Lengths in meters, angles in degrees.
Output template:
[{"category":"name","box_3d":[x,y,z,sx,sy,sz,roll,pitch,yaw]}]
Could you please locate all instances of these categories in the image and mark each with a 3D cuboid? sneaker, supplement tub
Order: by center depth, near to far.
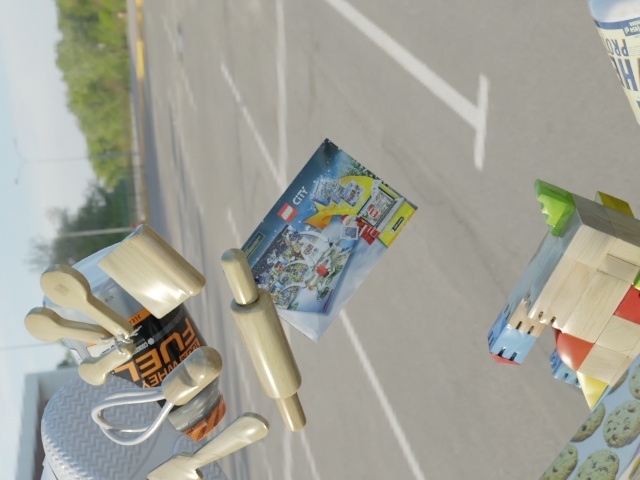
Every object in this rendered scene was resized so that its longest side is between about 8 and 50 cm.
[{"category":"sneaker","box_3d":[-0.152,0.311,1.004,0.366,0.137,0.210,46,143,8]},{"category":"supplement tub","box_3d":[-0.287,0.174,1.583,0.316,0.194,0.193,63,177,-19]},{"category":"supplement tub","box_3d":[0.602,-0.309,1.615,0.324,0.235,0.235,58,180,-22]}]

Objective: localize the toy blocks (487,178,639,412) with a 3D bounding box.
[{"category":"toy blocks","box_3d":[0.401,0.115,1.298,0.190,0.382,0.260,-80,13,-63]}]

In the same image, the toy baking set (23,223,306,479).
[{"category":"toy baking set","box_3d":[-0.107,0.093,0.732,0.030,0.197,0.256,-67,-38,-49]}]

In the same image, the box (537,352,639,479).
[{"category":"box","box_3d":[0.267,0.241,0.991,0.067,0.324,0.063,34,162,34]}]

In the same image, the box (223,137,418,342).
[{"category":"box","box_3d":[0.000,0.000,1.346,0.233,0.159,0.044,-52,0,-5]}]
